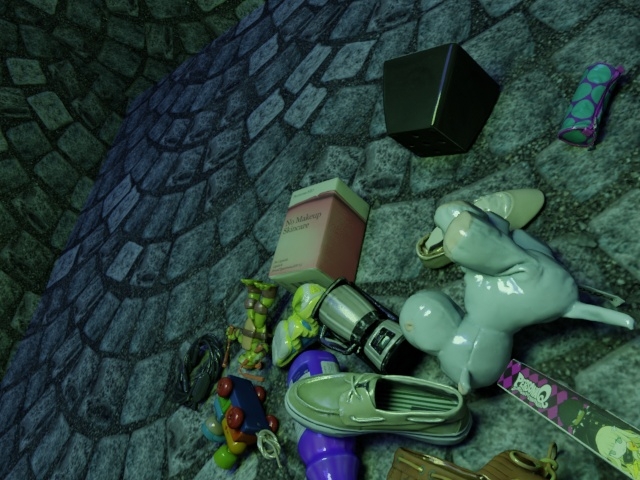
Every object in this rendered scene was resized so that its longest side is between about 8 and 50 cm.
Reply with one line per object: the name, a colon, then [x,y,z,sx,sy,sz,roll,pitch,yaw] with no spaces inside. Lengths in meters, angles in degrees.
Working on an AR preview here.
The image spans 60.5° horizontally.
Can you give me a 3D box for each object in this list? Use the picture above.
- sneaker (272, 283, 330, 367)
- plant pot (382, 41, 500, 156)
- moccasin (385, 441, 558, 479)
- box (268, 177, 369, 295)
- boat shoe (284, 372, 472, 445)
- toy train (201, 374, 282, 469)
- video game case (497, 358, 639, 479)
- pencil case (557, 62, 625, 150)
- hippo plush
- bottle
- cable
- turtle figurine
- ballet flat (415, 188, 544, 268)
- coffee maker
sneaker: [-0.017,0.189,1.128,0.091,0.126,0.240,-96,25,-44]
plant pot: [0.243,-0.281,1.171,0.187,0.188,0.167,3,76,47]
moccasin: [0.246,0.326,0.699,0.380,0.139,0.147,-18,56,49]
box: [0.000,0.000,1.223,0.148,0.127,0.232,-14,51,40]
boat shoe: [0.083,0.248,0.867,0.302,0.094,0.109,0,43,17]
toy train: [-0.161,0.400,1.092,0.143,0.105,0.248,-55,36,13]
video game case: [0.328,0.225,0.565,0.042,0.232,0.210,-56,23,-1]
pencil case: [0.477,-0.238,0.968,0.152,0.064,0.070,-63,22,-14]
hippo plush: [0.259,0.101,0.850,0.294,0.234,0.237,34,109,13]
bottle: [0.008,0.331,0.956,0.283,0.092,0.118,-107,33,-48]
cable: [-0.299,0.315,1.344,0.150,0.047,0.185,6,74,57]
turtle figurine: [-0.145,0.202,1.231,0.269,0.087,0.217,-171,90,-68]
ballet flat: [0.279,-0.029,0.990,0.248,0.086,0.086,-35,40,21]
coffee maker: [0.099,0.160,0.986,0.178,0.171,0.120,36,109,33]
